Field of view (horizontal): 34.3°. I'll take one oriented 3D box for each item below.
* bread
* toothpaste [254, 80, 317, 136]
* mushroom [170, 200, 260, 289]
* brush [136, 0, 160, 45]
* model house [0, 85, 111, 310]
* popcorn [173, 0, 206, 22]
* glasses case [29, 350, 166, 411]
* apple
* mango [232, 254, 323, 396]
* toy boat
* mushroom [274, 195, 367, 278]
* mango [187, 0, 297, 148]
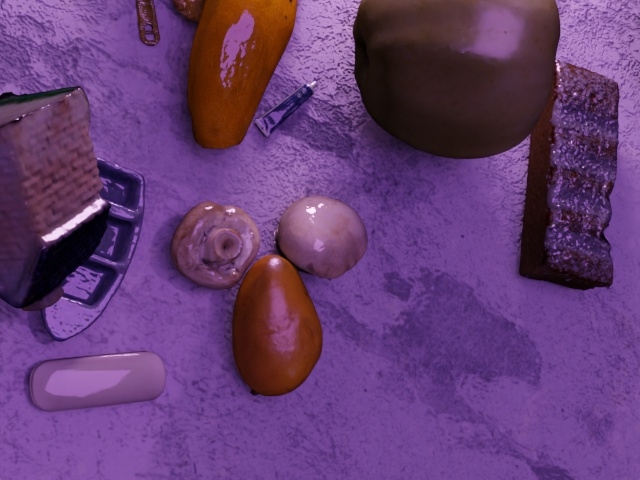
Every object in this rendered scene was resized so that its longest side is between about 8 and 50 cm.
[{"bbox_3d":[0.476,-0.123,1.962,0.165,0.113,0.416,12,77,-26],"label":"bread"},{"bbox_3d":[-0.055,-0.231,1.776,0.140,0.021,0.037,-42,94,-22],"label":"toothpaste"},{"bbox_3d":[-0.165,0.007,1.639,0.148,0.112,0.148,0,90,-21],"label":"mushroom"},{"bbox_3d":[-0.292,-0.424,1.695,0.083,0.010,0.218,-6,85,-26],"label":"brush"},{"bbox_3d":[-0.456,-0.042,1.428,0.243,0.299,0.284,-43,124,-61],"label":"model house"},{"bbox_3d":[-0.218,-0.403,1.707,0.084,0.084,0.084,4,81,-25],"label":"popcorn"},{"bbox_3d":[-0.333,0.211,1.564,0.204,0.051,0.081,-1,84,-26],"label":"glasses case"},{"bbox_3d":[0.224,-0.312,1.748,0.357,0.357,0.357,4,81,-25],"label":"apple"},{"bbox_3d":[-0.069,0.136,1.662,0.147,0.109,0.227,0,93,-12],"label":"mango"},{"bbox_3d":[-0.352,0.019,1.568,0.127,0.078,0.282,23,74,-22],"label":"toy boat"},{"bbox_3d":[0.000,0.000,1.720,0.154,0.122,0.154,10,46,-11],"label":"mushroom"},{"bbox_3d":[-0.128,-0.317,1.668,0.144,0.187,0.359,14,77,13],"label":"mango"}]
